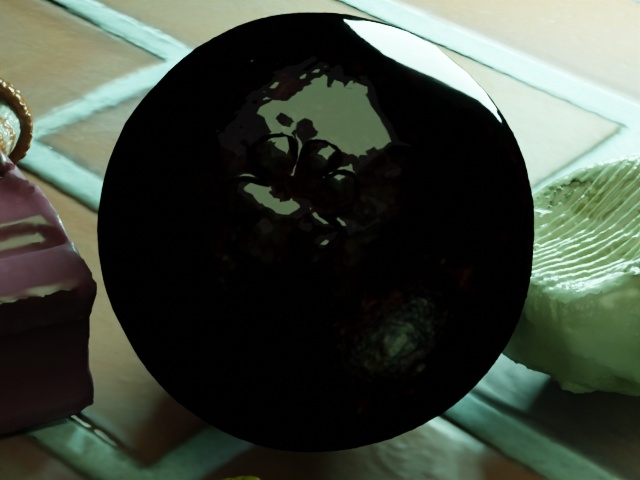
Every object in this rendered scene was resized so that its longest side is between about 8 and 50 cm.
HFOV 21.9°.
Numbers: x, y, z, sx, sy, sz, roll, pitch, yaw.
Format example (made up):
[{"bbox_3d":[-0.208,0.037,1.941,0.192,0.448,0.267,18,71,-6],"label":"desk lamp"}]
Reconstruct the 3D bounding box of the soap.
[{"bbox_3d":[-0.356,0.047,1.134,0.359,0.128,0.233,-13,38,-21],"label":"soap"}]

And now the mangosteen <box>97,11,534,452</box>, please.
[{"bbox_3d":[-0.011,-0.004,1.117,0.297,0.297,0.313,-13,2,-21],"label":"mangosteen"}]

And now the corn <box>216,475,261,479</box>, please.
[{"bbox_3d":[-0.133,0.216,0.933,0.310,0.101,0.101,-21,41,-27],"label":"corn"}]

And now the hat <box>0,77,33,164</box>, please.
[{"bbox_3d":[-0.292,-0.082,1.333,0.112,0.094,0.162,-5,23,-3],"label":"hat"}]

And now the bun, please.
[{"bbox_3d":[0.226,0.032,1.191,0.231,0.133,0.231,-20,27,11],"label":"bun"}]
